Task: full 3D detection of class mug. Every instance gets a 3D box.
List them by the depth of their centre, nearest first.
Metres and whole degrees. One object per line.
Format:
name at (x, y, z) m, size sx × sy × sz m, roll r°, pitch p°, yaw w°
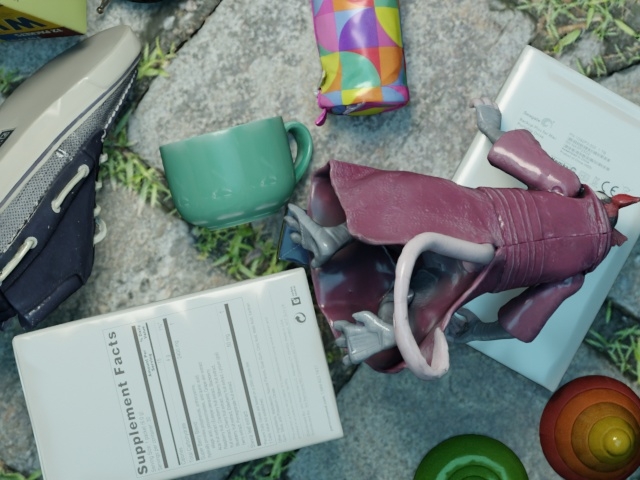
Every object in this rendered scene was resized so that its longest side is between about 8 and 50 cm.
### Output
mug at (-0.078, -0.069, 1.852) m, size 0.158 × 0.129 × 0.097 m, roll -14°, pitch 93°, yaw -3°

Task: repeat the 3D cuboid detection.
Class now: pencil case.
pencil case at (0.033, -0.240, 1.877) m, size 0.104 × 0.104 × 0.236 m, roll -4°, pitch 88°, yaw -3°

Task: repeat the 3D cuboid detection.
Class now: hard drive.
hard drive at (0.230, -0.023, 1.911) m, size 0.203 × 0.040 × 0.307 m, roll 29°, pitch 88°, yaw -2°

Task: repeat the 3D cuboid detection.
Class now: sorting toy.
sorting toy at (0.185, 0.257, 1.865) m, size 0.366 × 0.126 × 0.127 m, roll -26°, pitch 91°, yaw -4°

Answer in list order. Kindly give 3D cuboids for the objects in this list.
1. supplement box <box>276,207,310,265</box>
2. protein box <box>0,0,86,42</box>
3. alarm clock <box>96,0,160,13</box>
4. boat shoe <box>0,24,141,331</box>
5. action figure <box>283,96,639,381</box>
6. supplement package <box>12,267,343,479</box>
supplement box at (0.000, 0.000, 1.878) m, size 0.083 × 0.083 × 0.056 m, roll 11°, pitch 89°, yaw -3°
protein box at (-0.338, -0.312, 1.782) m, size 0.136 × 0.200 × 0.201 m, roll -3°, pitch 84°, yaw 24°
alarm clock at (-0.166, -0.323, 1.886) m, size 0.192 × 0.064 × 0.129 m, roll -25°, pitch 91°, yaw -6°
boat shoe at (-0.265, -0.060, 1.827) m, size 0.340 × 0.127 × 0.158 m, roll -52°, pitch 122°, yaw -31°
action figure at (0.167, -0.013, 1.747) m, size 0.370 × 0.276 × 0.248 m, roll -10°, pitch 95°, yaw -23°
supplement package at (-0.140, 0.145, 1.822) m, size 0.293 × 0.177 × 0.175 m, roll -13°, pitch 89°, yaw -2°
